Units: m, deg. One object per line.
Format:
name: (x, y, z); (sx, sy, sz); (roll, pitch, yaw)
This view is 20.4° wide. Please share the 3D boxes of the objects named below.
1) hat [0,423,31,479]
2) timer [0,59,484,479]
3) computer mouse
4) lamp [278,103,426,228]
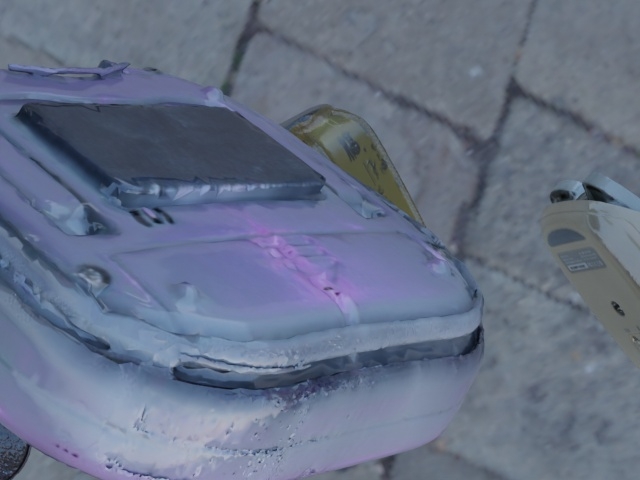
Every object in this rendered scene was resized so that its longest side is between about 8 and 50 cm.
hat: (-0.392, 0.179, 1.828); (0.193, 0.082, 0.193); (35, 40, -35)
timer: (-0.050, 0.004, 0.596); (0.191, 0.069, 0.208); (37, 26, 28)
computer mouse: (0.299, 0.039, 1.643); (0.082, 0.145, 0.236); (-38, 94, -16)
lamp: (0.000, 0.000, 1.337); (0.161, 0.161, 0.185); (-30, 98, -29)
